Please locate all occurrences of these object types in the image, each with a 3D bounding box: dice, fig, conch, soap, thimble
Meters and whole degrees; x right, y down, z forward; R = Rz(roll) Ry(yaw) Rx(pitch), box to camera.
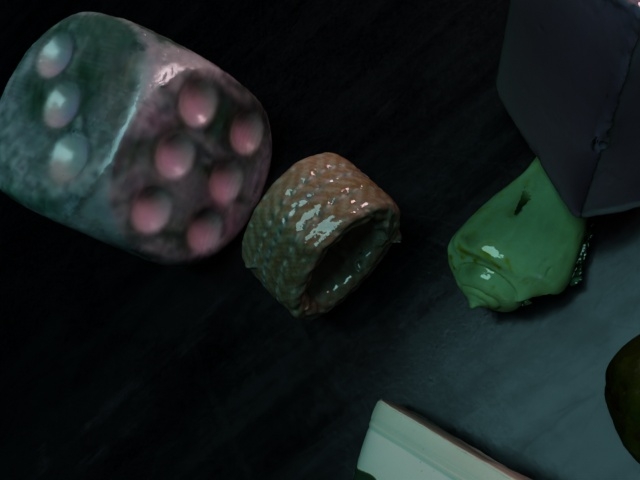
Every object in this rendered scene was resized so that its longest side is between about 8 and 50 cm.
[{"bbox_3d":[-0.312,-0.158,1.167,0.348,0.330,0.327,23,87,31],"label":"dice"},{"bbox_3d":[0.434,0.151,0.743,0.195,0.195,0.244,45,107,31],"label":"fig"},{"bbox_3d":[0.284,-0.004,0.931,0.251,0.137,0.143,-37,31,-7],"label":"conch"},{"bbox_3d":[0.319,-0.225,0.832,0.107,0.296,0.285,-11,51,-6],"label":"soap"},{"bbox_3d":[0.000,-0.005,1.024,0.229,0.196,0.148,-48,60,6],"label":"thimble"}]

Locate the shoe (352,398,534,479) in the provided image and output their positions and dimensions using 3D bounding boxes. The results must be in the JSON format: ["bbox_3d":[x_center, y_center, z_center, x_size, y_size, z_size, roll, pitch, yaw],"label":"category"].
[{"bbox_3d":[0.187,0.347,0.854,0.363,0.132,0.160,24,86,36],"label":"shoe"}]
